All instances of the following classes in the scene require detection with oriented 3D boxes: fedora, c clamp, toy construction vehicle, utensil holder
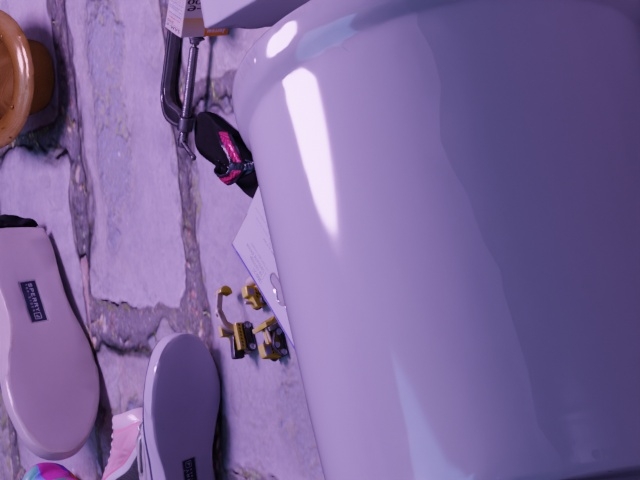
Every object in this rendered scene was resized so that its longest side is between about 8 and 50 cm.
[{"bbox_3d":[-0.397,-0.208,2.428,0.194,0.079,0.194,8,101,50],"label":"fedora"},{"bbox_3d":[-0.149,-0.181,2.102,0.137,0.022,0.161,-146,59,-64],"label":"c clamp"},{"bbox_3d":[-0.079,0.088,2.035,0.086,0.035,0.098,-28,72,55],"label":"toy construction vehicle"},{"bbox_3d":[0.128,0.030,1.411,0.327,0.327,0.386,-41,56,52],"label":"utensil holder"}]

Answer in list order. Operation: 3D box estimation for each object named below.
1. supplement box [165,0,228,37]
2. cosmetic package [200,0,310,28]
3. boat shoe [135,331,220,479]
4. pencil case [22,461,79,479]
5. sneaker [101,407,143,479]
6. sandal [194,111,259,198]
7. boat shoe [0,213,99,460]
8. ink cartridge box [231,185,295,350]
[{"bbox_3d":[-0.125,-0.269,2.022,0.036,0.062,0.098,37,126,46],"label":"supplement box"},{"bbox_3d":[-0.015,-0.271,1.807,0.231,0.117,0.086,-16,81,55],"label":"cosmetic package"},{"bbox_3d":[-0.168,0.230,2.149,0.088,0.096,0.268,13,114,50],"label":"boat shoe"},{"bbox_3d":[-0.303,0.367,2.366,0.236,0.104,0.104,33,122,50],"label":"pencil case"},{"bbox_3d":[-0.231,0.249,2.281,0.134,0.051,0.070,-51,52,43],"label":"sneaker"},{"bbox_3d":[-0.099,-0.090,2.031,0.179,0.040,0.067,33,121,50],"label":"sandal"},{"bbox_3d":[-0.376,0.148,2.437,0.158,0.127,0.341,123,138,-52],"label":"boat shoe"},{"bbox_3d":[0.000,0.000,1.892,0.206,0.045,0.208,58,138,33],"label":"ink cartridge box"}]
